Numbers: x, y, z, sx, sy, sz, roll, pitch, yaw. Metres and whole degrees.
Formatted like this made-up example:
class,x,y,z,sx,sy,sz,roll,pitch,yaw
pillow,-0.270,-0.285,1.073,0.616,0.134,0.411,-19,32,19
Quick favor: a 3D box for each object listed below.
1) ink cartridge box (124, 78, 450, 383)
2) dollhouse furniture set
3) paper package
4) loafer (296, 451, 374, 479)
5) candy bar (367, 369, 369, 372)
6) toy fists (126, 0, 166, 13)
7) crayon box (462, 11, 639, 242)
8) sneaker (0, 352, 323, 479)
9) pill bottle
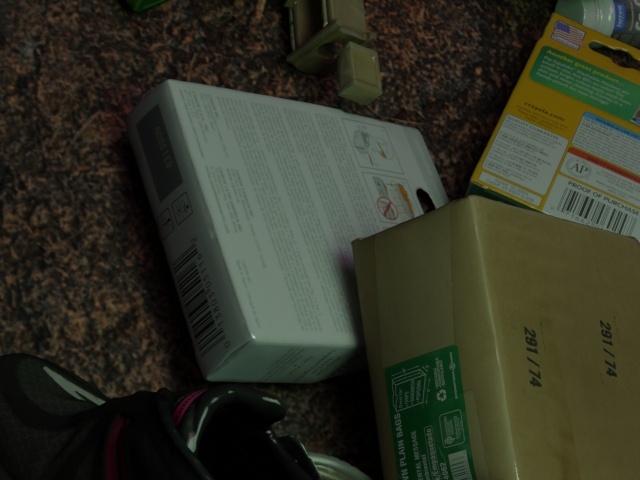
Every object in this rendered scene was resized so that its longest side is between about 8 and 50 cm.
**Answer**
class,x,y,z,sx,sy,sz,roll,pitch,yaw
ink cartridge box,0.000,0.000,1.934,0.385,0.091,0.308,7,54,-44
dollhouse furniture set,-0.033,-0.237,2.013,0.161,0.101,0.182,16,56,-36
paper package,0.201,0.144,1.826,0.309,0.168,0.325,13,62,-44
loafer,0.028,0.280,1.779,0.251,0.094,0.087,22,51,-16
candy bar,0.068,0.135,1.930,0.161,0.018,0.040,49,52,3
toy fists,-0.153,-0.369,2.041,0.279,0.096,0.142,-36,82,-36
crayon box,0.301,-0.103,2.105,0.203,0.083,0.323,24,49,5
sneaker,-0.116,0.197,1.588,0.482,0.202,0.185,25,20,33
pill bottle,0.364,-0.276,2.277,0.137,0.078,0.078,-2,65,-29
